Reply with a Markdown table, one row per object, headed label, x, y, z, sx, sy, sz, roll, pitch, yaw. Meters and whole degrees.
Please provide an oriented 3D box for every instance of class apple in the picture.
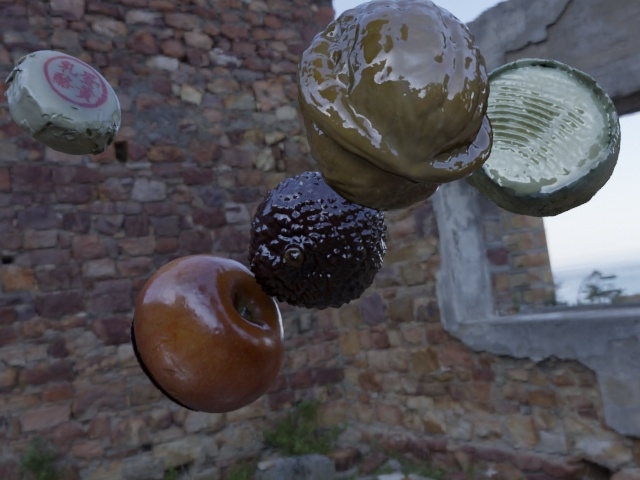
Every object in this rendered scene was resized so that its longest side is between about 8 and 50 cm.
| label | x | y | z | sx | sy | sz | roll | pitch | yaw |
| --- | --- | --- | --- | --- | --- | --- | --- | --- | --- |
| apple | -0.180 | 0.152 | 1.177 | 0.251 | 0.272 | 0.206 | -4 | -27 | -47 |

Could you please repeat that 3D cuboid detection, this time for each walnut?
| label | x | y | z | sx | sy | sz | roll | pitch | yaw |
| --- | --- | --- | --- | --- | --- | --- | --- | --- | --- |
| walnut | 0.085 | -0.151 | 0.787 | 0.257 | 0.257 | 0.224 | -5 | -39 | -36 |

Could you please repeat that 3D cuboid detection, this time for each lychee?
| label | x | y | z | sx | sy | sz | roll | pitch | yaw |
| --- | --- | --- | --- | --- | --- | --- | --- | --- | --- |
| lychee | 0.000 | 0.000 | 1.149 | 0.235 | 0.236 | 0.271 | -10 | 1 | 23 |

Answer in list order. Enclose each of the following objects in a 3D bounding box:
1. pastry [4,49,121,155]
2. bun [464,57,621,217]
| label | x | y | z | sx | sy | sz | roll | pitch | yaw |
| --- | --- | --- | --- | --- | --- | --- | --- | --- | --- |
| pastry | -0.576 | -0.308 | 1.567 | 0.133 | 0.265 | 0.264 | -37 | -21 | 33 |
| bun | 0.343 | -0.154 | 1.102 | 0.259 | 0.260 | 0.152 | -9 | -23 | 10 |
